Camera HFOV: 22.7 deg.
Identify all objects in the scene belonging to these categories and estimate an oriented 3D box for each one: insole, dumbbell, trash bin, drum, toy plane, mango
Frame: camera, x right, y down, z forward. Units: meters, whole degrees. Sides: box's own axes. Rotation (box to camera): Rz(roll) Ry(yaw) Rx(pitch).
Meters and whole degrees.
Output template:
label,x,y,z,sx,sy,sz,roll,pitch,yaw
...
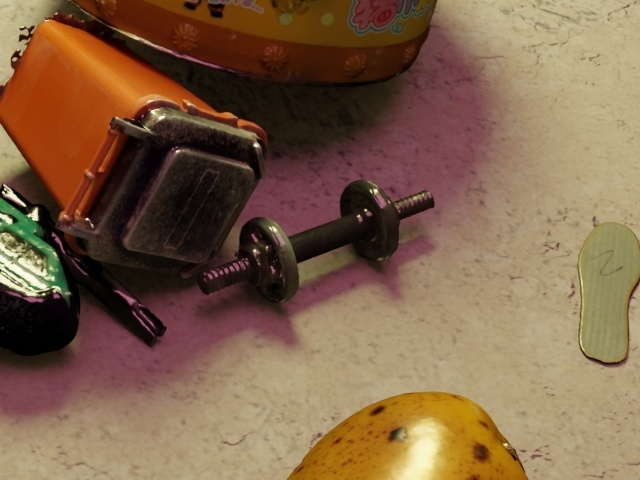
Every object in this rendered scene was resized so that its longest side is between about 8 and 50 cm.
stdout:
label,x,y,z,sx,sy,sz,roll,pitch,yaw
insole,0.273,0.046,1.511,0.064,0.004,0.188,13,45,3
dumbbell,0.000,0.000,1.449,0.254,0.081,0.081,-20,54,-29
trash bin,-0.189,-0.092,1.424,0.184,0.161,0.239,12,24,-50
drum,-0.066,-0.340,1.591,0.431,0.214,0.431,14,28,-8
toy plane,-0.316,-0.009,1.389,0.382,0.106,0.155,33,43,21
mango,0.044,0.228,1.162,0.191,0.160,0.290,14,42,46
